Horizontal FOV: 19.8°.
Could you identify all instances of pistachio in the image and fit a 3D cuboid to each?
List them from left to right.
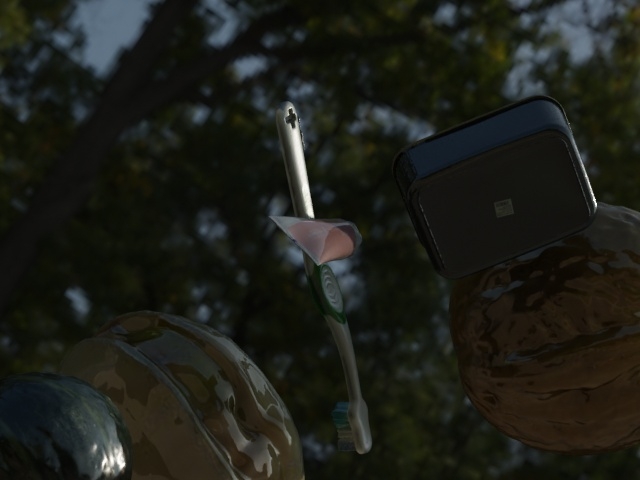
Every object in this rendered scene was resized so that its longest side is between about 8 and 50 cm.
[{"bbox_3d":[-0.179,0.276,2.089,0.365,0.281,0.445,47,-40,17],"label":"pistachio"}]

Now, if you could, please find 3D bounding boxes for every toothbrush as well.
[{"bbox_3d":[0.005,0.046,2.086,0.040,0.042,0.418,-2,-75,33],"label":"toothbrush"}]

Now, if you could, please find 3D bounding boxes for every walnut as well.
[{"bbox_3d":[0.312,0.101,2.163,0.333,0.333,0.333,24,-27,13],"label":"walnut"}]

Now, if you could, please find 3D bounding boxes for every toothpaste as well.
[{"bbox_3d":[0.000,0.000,1.820,0.067,0.043,0.194,46,11,11],"label":"toothpaste"}]

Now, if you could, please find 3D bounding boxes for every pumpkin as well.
[{"bbox_3d":[-0.243,0.186,1.402,0.152,0.211,0.211,55,-30,-6],"label":"pumpkin"}]

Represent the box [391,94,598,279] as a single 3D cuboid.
[{"bbox_3d":[0.191,-0.055,1.988,0.201,0.090,0.144,-20,-65,4],"label":"box"}]
